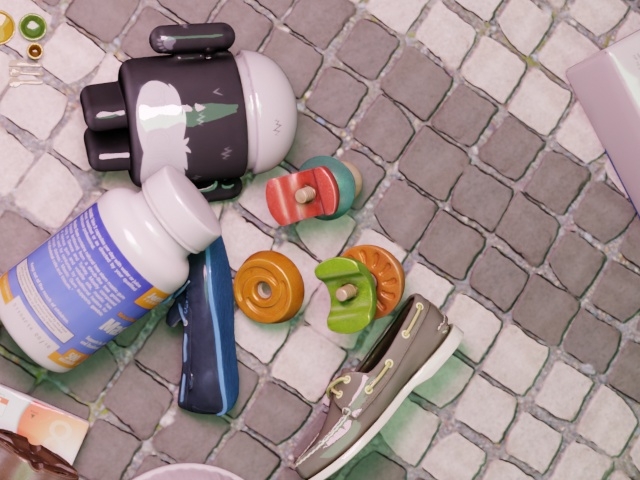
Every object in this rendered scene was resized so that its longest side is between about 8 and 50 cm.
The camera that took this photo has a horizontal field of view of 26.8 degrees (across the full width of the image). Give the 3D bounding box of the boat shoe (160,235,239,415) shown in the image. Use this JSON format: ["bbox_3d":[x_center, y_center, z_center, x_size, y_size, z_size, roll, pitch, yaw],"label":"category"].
[{"bbox_3d":[-0.166,0.102,1.758,0.089,0.109,0.258,-3,87,15],"label":"boat shoe"}]

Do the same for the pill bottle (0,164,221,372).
[{"bbox_3d":[-0.261,0.031,1.678,0.272,0.152,0.152,-36,94,10],"label":"pill bottle"}]

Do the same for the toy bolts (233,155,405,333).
[{"bbox_3d":[0.000,0.000,1.815,0.218,0.158,0.229,-6,98,27],"label":"toy bolts"}]

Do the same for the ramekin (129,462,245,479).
[{"bbox_3d":[-0.166,0.424,1.721,0.272,0.127,0.273,1,85,-11],"label":"ramekin"}]

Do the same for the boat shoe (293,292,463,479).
[{"bbox_3d":[0.063,0.200,1.801,0.091,0.109,0.305,46,72,-5],"label":"boat shoe"}]

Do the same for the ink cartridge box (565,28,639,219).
[{"bbox_3d":[0.600,-0.217,1.916,0.395,0.166,0.285,-28,92,-12],"label":"ink cartridge box"}]

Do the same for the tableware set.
[{"bbox_3d":[-0.439,-0.256,1.771,0.154,0.024,0.104,0,85,-12],"label":"tableware set"}]

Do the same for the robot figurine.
[{"bbox_3d":[-0.169,-0.160,1.749,0.278,0.209,0.174,-7,69,-12],"label":"robot figurine"}]

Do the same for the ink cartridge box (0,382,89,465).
[{"bbox_3d":[-0.399,0.287,1.726,0.145,0.045,0.179,24,78,-9],"label":"ink cartridge box"}]

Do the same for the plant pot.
[{"bbox_3d":[-0.391,0.331,1.651,0.167,0.167,0.165,29,87,-8],"label":"plant pot"}]
